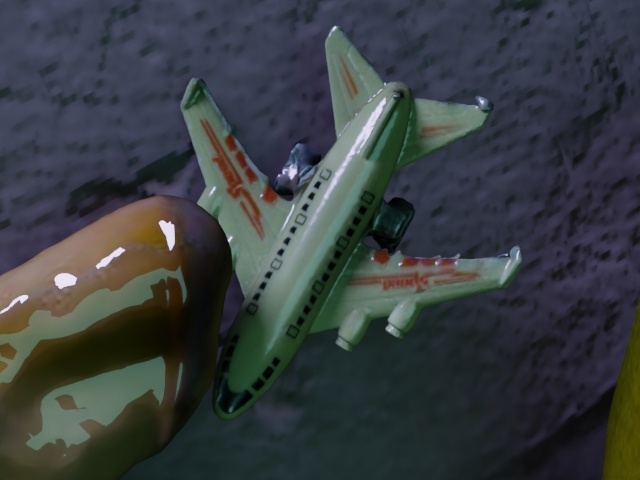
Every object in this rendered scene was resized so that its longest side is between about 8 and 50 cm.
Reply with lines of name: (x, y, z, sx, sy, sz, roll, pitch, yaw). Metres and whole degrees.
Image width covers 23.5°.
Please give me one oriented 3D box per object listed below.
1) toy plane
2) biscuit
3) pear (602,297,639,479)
toy plane: (0.000, 0.000, 0.423, 0.102, 0.040, 0.111, 29, 100, 5)
biscuit: (-0.121, 0.073, 0.374, 0.207, 0.047, 0.164, -4, 100, -24)
pear: (0.184, 0.083, 0.449, 0.212, 0.212, 0.269, -38, 124, -15)
